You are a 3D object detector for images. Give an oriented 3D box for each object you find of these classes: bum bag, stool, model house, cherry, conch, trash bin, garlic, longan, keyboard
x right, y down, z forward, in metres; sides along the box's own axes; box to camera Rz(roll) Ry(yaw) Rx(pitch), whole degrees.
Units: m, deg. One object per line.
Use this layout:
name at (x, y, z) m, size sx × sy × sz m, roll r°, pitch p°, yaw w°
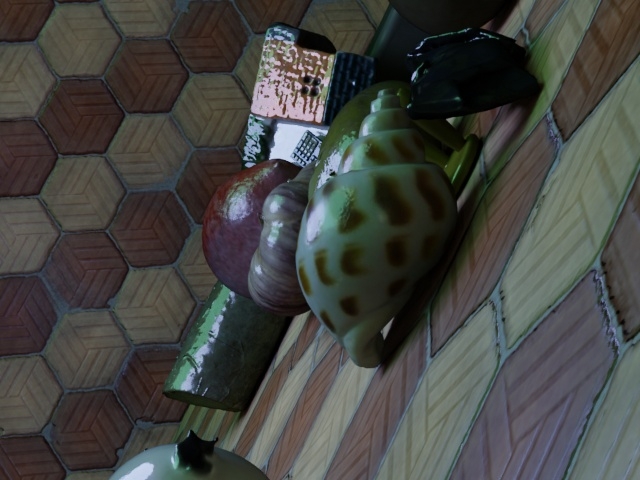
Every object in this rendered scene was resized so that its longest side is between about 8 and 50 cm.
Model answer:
bum bag at (0.159, -0.178, 1.401) m, size 0.310 × 0.137 × 0.074 m, roll -81°, pitch -20°, yaw -69°
stool at (0.107, -0.093, 1.466) m, size 0.134 × 0.111 × 0.135 m, roll -60°, pitch 6°, yaw 23°
model house at (0.042, -0.203, 2.147) m, size 0.190 × 0.301 × 0.271 m, roll 7°, pitch -84°, yaw -58°
cherry at (-0.077, -0.010, 2.055) m, size 0.239 × 0.239 × 0.206 m, roll 137°, pitch 153°, yaw -74°
conch at (0.057, -0.014, 1.353) m, size 0.274 × 0.149 × 0.183 m, roll -63°, pitch 6°, yaw 0°
trash bin at (0.157, -0.351, 2.218) m, size 0.240 × 0.122 × 0.164 m, roll -60°, pitch 7°, yaw 38°
garlic at (0.000, 0.000, 1.849) m, size 0.245 × 0.161 × 0.244 m, roll 21°, pitch -90°, yaw -76°
longan at (0.179, -0.398, 1.753) m, size 0.248 × 0.248 × 0.248 m, roll -62°, pitch 6°, yaw 11°
keyboard at (0.026, -0.104, 2.042) m, size 0.014 × 0.176 × 0.055 m, roll -2°, pitch -52°, yaw -59°

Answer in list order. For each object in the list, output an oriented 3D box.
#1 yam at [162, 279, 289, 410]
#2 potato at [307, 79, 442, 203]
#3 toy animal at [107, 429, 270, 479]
yam at (-0.165, 0.191, 2.365) m, size 0.268 × 0.161 × 0.161 m, roll -64°, pitch 6°, yaw -12°
potato at (0.074, -0.108, 1.635) m, size 0.174 × 0.159 × 0.251 m, roll -21°, pitch 26°, yaw 44°
toy animal at (-0.155, 0.344, 1.244) m, size 0.251 × 0.251 × 0.309 m, roll 129°, pitch 160°, yaw -64°
